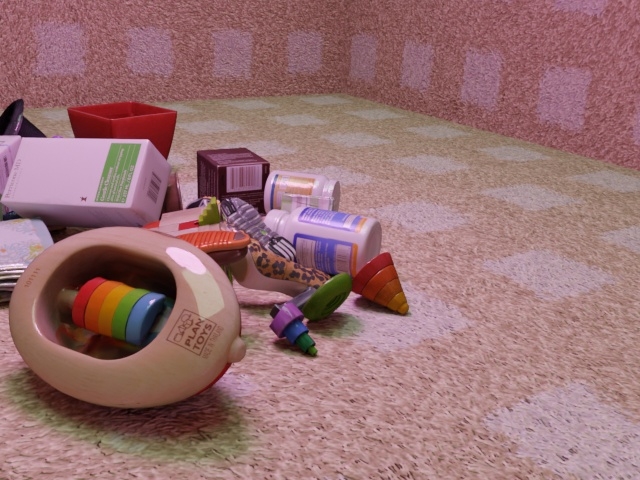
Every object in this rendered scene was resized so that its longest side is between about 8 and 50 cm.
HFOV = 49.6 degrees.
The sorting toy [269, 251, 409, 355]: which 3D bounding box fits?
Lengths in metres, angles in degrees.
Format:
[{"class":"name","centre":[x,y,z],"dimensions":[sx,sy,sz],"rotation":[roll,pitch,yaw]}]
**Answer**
[{"class":"sorting toy","centre":[0.064,0.144,1.423],"dimensions":[0.365,0.127,0.126],"rotation":[-23,62,-44]}]

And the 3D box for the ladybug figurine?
[{"class":"ladybug figurine","centre":[-0.313,0.137,1.165],"dimensions":[0.449,0.162,0.305],"rotation":[17,65,26]}]

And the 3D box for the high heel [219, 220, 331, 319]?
[{"class":"high heel","centre":[-0.095,0.045,1.506],"dimensions":[0.186,0.093,0.261],"rotation":[-26,74,-45]}]

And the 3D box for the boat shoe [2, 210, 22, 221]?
[{"class":"boat shoe","centre":[-0.790,-0.102,1.923],"dimensions":[0.108,0.089,0.258],"rotation":[-6,14,14]}]

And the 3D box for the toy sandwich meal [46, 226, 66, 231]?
[{"class":"toy sandwich meal","centre":[-0.721,-0.034,1.857],"dimensions":[0.085,0.029,0.086],"rotation":[1,23,-1]}]

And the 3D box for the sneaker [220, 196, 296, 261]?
[{"class":"sneaker","centre":[-0.168,0.010,1.643],"dimensions":[0.228,0.132,0.086],"rotation":[43,42,18]}]

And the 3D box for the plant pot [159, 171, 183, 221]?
[{"class":"plant pot","centre":[-0.457,-0.093,1.878],"dimensions":[0.165,0.167,0.167],"rotation":[-9,22,-11]}]

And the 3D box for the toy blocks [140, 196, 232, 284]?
[{"class":"toy blocks","centre":[-0.346,0.028,1.575],"dimensions":[0.260,0.191,0.381],"rotation":[-11,22,-4]}]

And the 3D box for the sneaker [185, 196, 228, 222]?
[{"class":"sneaker","centre":[-0.299,-0.061,1.912],"dimensions":[0.214,0.084,0.083],"rotation":[17,29,32]}]

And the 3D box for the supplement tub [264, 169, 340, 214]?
[{"class":"supplement tub","centre":[-0.052,-0.126,2.024],"dimensions":[0.199,0.145,0.144],"rotation":[8,21,13]}]

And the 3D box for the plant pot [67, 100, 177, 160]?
[{"class":"plant pot","centre":[-0.667,-0.329,2.360],"dimensions":[0.267,0.236,0.267],"rotation":[18,25,37]}]

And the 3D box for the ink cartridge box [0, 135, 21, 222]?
[{"class":"ink cartridge box","centre":[-0.916,-0.168,1.936],"dimensions":[0.116,0.202,0.278],"rotation":[-1,20,-8]}]

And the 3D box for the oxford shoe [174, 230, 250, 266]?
[{"class":"oxford shoe","centre":[-0.302,0.073,1.358],"dimensions":[0.363,0.133,0.130],"rotation":[-16,14,5]}]

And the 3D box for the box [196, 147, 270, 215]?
[{"class":"box","centre":[-0.266,-0.176,2.096],"dimensions":[0.168,0.167,0.203],"rotation":[-8,23,-25]}]

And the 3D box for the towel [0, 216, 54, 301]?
[{"class":"towel","centre":[-0.764,0.044,1.550],"dimensions":[0.320,0.090,0.374],"rotation":[-7,22,-27]}]

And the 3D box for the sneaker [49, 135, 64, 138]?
[{"class":"sneaker","centre":[-0.861,-0.248,2.228],"dimensions":[0.102,0.161,0.282],"rotation":[1,22,-10]}]

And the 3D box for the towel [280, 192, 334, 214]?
[{"class":"towel","centre":[-0.041,-0.072,1.929],"dimensions":[0.151,0.113,0.023],"rotation":[6,-4,12]}]

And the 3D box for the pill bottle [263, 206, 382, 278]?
[{"class":"pill bottle","centre":[0.000,0.000,1.681],"dimensions":[0.271,0.153,0.152],"rotation":[11,22,21]}]

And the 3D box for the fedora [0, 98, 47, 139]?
[{"class":"fedora","centre":[-1.027,-0.317,2.343],"dimensions":[0.152,0.334,0.334],"rotation":[31,4,-33]}]

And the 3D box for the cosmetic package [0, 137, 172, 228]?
[{"class":"cosmetic package","centre":[-0.586,-0.141,1.753],"dimensions":[0.365,0.197,0.155],"rotation":[2,-21,14]}]
